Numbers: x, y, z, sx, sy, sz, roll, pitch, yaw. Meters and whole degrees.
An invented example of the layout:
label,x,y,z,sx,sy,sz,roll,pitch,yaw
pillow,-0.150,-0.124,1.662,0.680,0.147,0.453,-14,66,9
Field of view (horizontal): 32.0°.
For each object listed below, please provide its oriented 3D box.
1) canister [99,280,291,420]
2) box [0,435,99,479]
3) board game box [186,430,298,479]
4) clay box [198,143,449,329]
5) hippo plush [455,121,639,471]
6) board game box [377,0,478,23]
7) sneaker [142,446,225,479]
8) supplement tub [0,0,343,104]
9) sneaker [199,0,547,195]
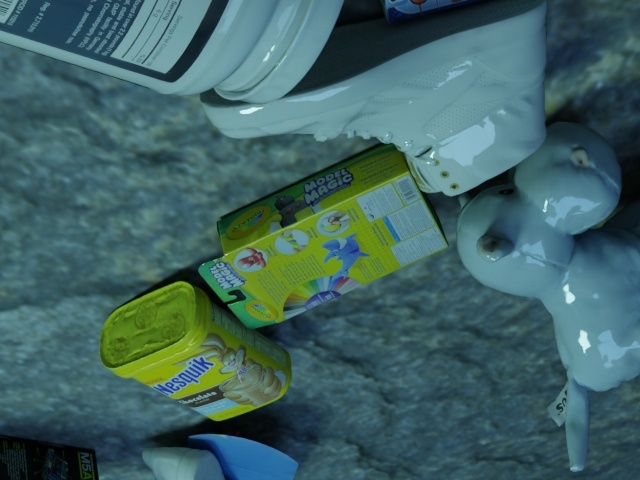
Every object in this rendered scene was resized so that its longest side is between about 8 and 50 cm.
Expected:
label,x,y,z,sx,sy,sz,roll,pitch,yaw
canister,-0.124,0.120,1.153,0.126,0.073,0.170,-24,141,25
box,-0.324,0.301,1.206,0.184,0.191,0.045,19,126,-35
board game box,-0.095,0.261,1.348,0.133,0.033,0.169,15,144,-1
clay box,0.000,0.000,1.083,0.222,0.053,0.127,-23,138,9
hippo plush,0.243,0.009,1.103,0.236,0.234,0.294,37,104,-9
board game box,0.102,-0.267,0.836,0.136,0.035,0.201,-15,139,-2
sneaker,-0.158,0.313,1.360,0.094,0.080,0.212,10,138,23
supplement tub,-0.134,-0.204,0.711,0.272,0.191,0.191,14,130,-31
sneaker,0.057,-0.096,0.938,0.292,0.108,0.169,-15,126,-3
